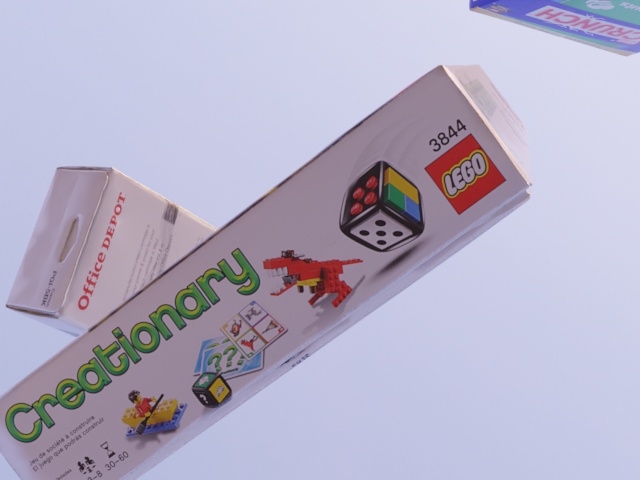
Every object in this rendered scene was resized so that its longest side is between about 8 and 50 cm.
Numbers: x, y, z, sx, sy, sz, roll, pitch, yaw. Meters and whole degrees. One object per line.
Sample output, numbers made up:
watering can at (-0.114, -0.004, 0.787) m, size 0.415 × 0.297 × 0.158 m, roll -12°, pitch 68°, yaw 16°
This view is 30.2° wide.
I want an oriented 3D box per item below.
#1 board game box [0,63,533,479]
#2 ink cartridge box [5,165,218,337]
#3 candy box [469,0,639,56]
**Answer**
board game box at (0.000, 0.000, 0.516) m, size 0.193 × 0.305 × 0.053 m, roll -37°, pitch -89°, yaw 12°
ink cartridge box at (-0.122, 0.022, 0.765) m, size 0.056 × 0.135 × 0.099 m, roll 6°, pitch -108°, yaw 39°
candy box at (0.367, -0.321, 1.364) m, size 0.268 × 0.317 × 0.122 m, roll 8°, pitch -96°, yaw -28°
